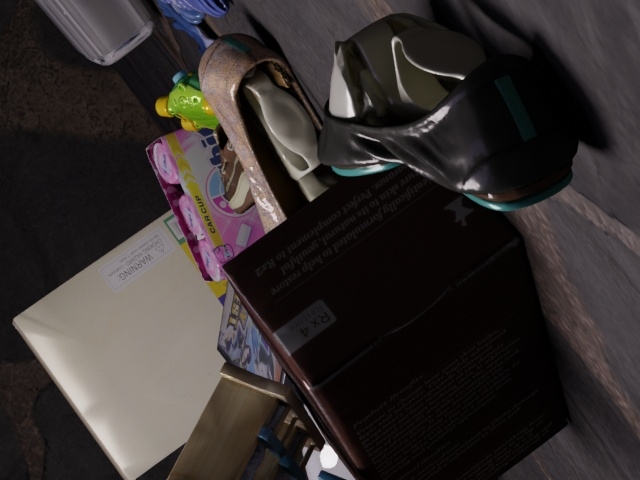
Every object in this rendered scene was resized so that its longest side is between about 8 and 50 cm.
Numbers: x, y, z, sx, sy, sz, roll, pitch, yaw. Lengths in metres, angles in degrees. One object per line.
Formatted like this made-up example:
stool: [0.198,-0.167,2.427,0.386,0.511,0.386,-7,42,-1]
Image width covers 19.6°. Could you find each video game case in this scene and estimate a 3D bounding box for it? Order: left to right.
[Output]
video game case: [-0.060,0.059,2.334,0.248,0.035,0.275,-137,54,-61]

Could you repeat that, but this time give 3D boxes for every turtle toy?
turtle toy: [-0.123,-0.163,2.143,0.095,0.066,0.130,1,164,34]

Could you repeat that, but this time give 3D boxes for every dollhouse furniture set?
dollhouse furniture set: [-0.012,0.210,1.525,0.183,0.129,0.129,19,159,24]

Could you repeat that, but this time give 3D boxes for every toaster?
toaster: [-0.311,-0.332,2.505,0.146,0.129,0.227,53,174,-28]

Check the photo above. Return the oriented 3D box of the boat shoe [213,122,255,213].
boat shoe: [-0.074,-0.104,2.087,0.095,0.095,0.257,52,162,1]

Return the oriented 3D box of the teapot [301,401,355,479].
teapot: [0.091,0.242,2.330,0.256,0.187,0.252,-35,-67,-72]

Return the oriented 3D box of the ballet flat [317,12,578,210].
ballet flat: [0.064,-0.086,1.102,0.280,0.095,0.096,16,132,65]

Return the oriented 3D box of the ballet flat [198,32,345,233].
ballet flat: [-0.018,-0.062,1.825,0.316,0.107,0.106,56,161,-24]

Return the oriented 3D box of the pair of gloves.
pair of gloves: [-0.161,-0.268,2.128,0.159,0.023,0.198,43,174,43]

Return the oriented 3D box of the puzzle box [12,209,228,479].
puzzle box: [-0.173,0.103,2.508,0.272,0.409,0.052,55,164,2]

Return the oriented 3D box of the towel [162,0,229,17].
towel: [-0.242,-0.340,1.907,0.243,0.040,0.336,47,168,-35]

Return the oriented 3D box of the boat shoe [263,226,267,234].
boat shoe: [0.000,0.000,2.130,0.075,0.065,0.206,-10,134,34]

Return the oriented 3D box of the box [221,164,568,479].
box: [0.073,0.092,1.508,0.143,0.191,0.381,51,173,27]

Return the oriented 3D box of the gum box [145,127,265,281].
gum box: [-0.119,-0.050,2.232,0.188,0.107,0.062,66,154,3]
